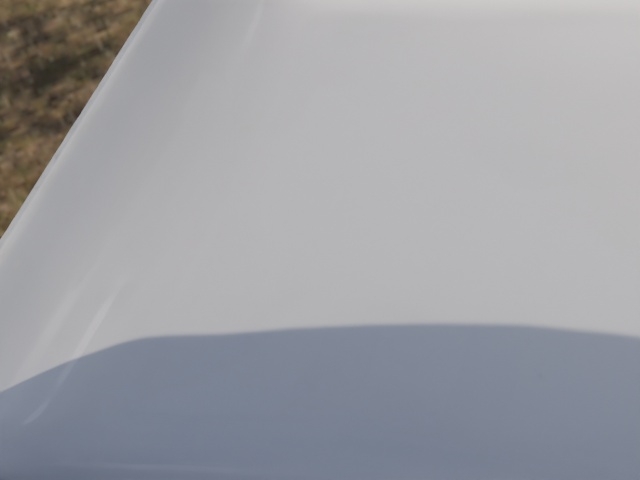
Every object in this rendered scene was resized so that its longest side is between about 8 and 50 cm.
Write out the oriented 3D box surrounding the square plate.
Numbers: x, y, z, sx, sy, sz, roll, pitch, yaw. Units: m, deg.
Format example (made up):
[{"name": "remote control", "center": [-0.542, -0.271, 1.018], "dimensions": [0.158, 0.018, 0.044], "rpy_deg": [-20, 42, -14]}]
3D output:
[{"name": "square plate", "center": [0.069, -0.023, 0.464], "dimensions": [0.347, 0.049, 0.344], "rpy_deg": [4, 45, 19]}]
